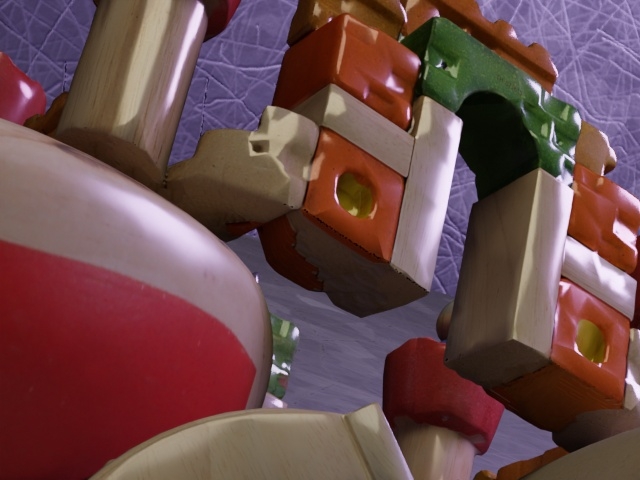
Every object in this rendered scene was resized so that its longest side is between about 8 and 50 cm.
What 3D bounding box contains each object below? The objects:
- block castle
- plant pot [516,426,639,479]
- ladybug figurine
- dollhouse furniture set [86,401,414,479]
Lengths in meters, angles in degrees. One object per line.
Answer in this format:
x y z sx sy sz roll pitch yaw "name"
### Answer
0.000 0.000 1.062 0.453 0.213 0.303 32 -37 -26 "block castle"
0.173 0.190 0.892 0.256 0.257 0.274 16 -9 -24 "plant pot"
-0.199 0.062 0.797 0.305 0.162 0.449 -19 -28 31 "ladybug figurine"
-0.098 0.049 0.567 0.355 0.174 0.303 -21 -6 -34 "dollhouse furniture set"
